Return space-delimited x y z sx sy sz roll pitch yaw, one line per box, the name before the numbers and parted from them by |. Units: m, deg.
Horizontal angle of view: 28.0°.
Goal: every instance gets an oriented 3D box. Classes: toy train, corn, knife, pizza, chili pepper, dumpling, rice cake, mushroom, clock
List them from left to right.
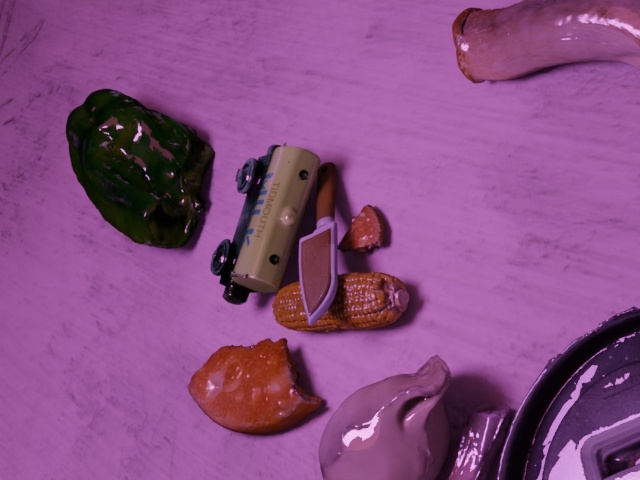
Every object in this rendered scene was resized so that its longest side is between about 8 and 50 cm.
chili pepper | -0.321 -0.131 2.182 0.213 0.167 0.385 -58 42 8
pizza | -0.098 0.212 1.849 0.271 0.056 0.134 -15 61 43
toy train | -0.076 -0.027 1.895 0.157 0.105 0.253 -11 58 62
knife | -0.001 0.000 1.813 0.061 0.027 0.343 -25 34 18
corn | 0.025 0.086 1.771 0.238 0.080 0.080 -9 63 43
pizza | 0.060 -0.007 1.825 0.078 0.025 0.083 -34 41 23
dumpling | 0.084 0.241 1.586 0.258 0.147 0.193 -56 -2 24
rice cake | 0.157 0.316 1.533 0.055 0.049 0.270 22 86 27
mushroom | 0.314 -0.264 1.652 0.351 0.095 0.123 7 94 49
clock | 0.358 0.257 1.333 0.386 0.076 0.386 -23 55 37
